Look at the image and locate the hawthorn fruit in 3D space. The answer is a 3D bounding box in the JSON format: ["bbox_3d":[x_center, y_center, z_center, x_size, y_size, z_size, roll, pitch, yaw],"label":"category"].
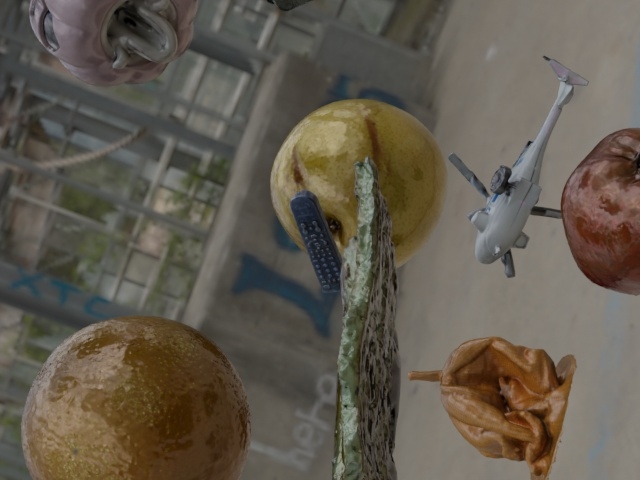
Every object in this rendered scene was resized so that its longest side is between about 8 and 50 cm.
[{"bbox_3d":[0.368,-0.013,1.406,0.225,0.196,0.197,85,-166,-49],"label":"hawthorn fruit"}]

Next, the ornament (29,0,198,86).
[{"bbox_3d":[-0.216,-0.247,1.311,0.177,0.177,0.177,-159,90,-81],"label":"ornament"}]

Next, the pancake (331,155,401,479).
[{"bbox_3d":[0.031,0.136,1.085,0.305,0.066,0.427,79,-167,-56],"label":"pancake"}]

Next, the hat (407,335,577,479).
[{"bbox_3d":[0.241,0.244,1.868,0.233,0.233,0.244,100,-173,-57],"label":"hat"}]

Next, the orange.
[{"bbox_3d":[-0.209,0.216,1.442,0.274,0.274,0.274,-159,90,-81],"label":"orange"}]

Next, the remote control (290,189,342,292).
[{"bbox_3d":[0.000,0.001,1.657,0.027,0.043,0.152,-69,-37,-61],"label":"remote control"}]

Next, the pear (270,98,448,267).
[{"bbox_3d":[0.065,-0.090,2.074,0.314,0.314,0.314,-159,90,-81],"label":"pear"}]

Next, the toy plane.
[{"bbox_3d":[0.281,-0.092,1.625,0.273,0.182,0.107,-46,14,3],"label":"toy plane"}]

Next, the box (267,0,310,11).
[{"bbox_3d":[-0.040,-0.322,1.405,0.084,0.122,0.069,-24,30,2],"label":"box"}]
